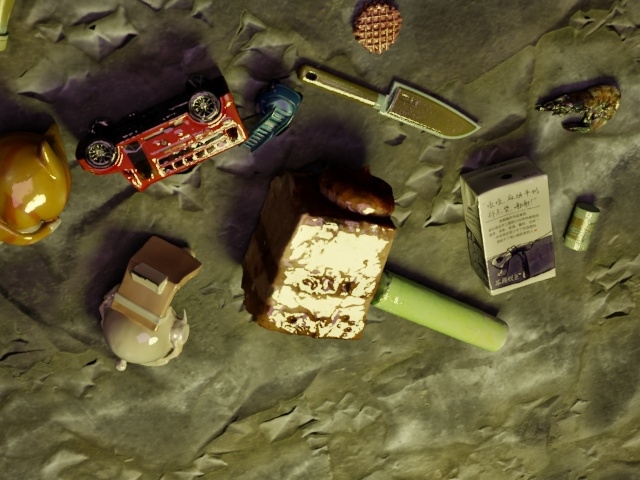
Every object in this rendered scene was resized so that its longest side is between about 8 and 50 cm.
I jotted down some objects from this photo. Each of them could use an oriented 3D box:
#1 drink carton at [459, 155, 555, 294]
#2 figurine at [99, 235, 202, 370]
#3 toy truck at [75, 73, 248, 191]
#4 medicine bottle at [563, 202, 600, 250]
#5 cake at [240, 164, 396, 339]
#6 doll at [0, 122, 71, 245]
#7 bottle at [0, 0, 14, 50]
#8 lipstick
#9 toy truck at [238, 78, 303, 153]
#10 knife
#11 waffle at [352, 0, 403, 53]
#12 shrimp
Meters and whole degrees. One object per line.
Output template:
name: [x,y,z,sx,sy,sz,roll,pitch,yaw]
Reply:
drink carton: [0.343,-0.028,1.437,0.134,0.102,0.222,-16,121,-3]
figurine: [-0.298,0.121,1.354,0.163,0.141,0.236,24,116,6]
toy truck: [-0.244,-0.159,1.213,0.253,0.107,0.114,-25,121,0]
medicine bottle: [0.500,-0.026,1.507,0.047,0.047,0.083,4,117,-16]
cake: [0.000,0.000,1.310,0.199,0.196,0.293,11,116,-17]
doll: [-0.494,-0.057,1.181,0.270,0.166,0.162,-28,123,-1]
bottle: [-0.426,-0.388,1.057,0.083,0.083,0.269,8,118,-18]
lipstick: [0.226,0.137,1.515,0.304,0.076,0.076,23,110,-25]
toy truck: [-0.085,-0.198,1.264,0.063,0.074,0.136,24,151,-23]
knife: [0.123,-0.234,1.311,0.343,0.027,0.061,17,109,-22]
waffle: [0.090,-0.338,1.244,0.075,0.029,0.083,25,112,-24]
shrimp: [0.459,-0.227,1.394,0.161,0.034,0.091,-9,121,-10]
